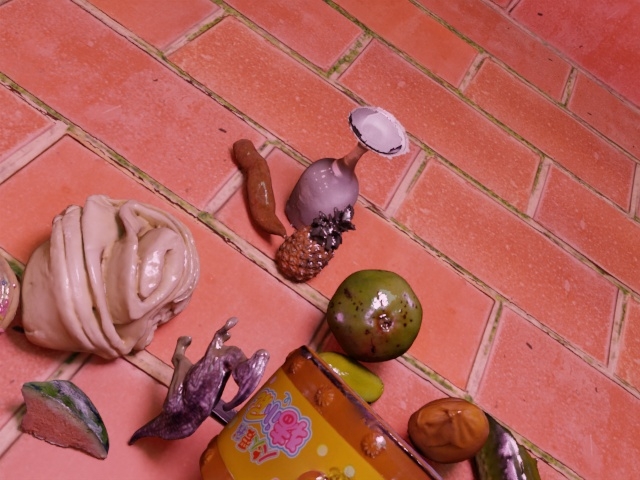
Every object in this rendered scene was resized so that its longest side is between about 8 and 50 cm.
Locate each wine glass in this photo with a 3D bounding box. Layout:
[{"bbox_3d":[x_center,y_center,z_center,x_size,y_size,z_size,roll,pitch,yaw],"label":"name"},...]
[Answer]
[{"bbox_3d":[0.044,-0.135,1.416,0.143,0.321,0.143,19,48,-23],"label":"wine glass"}]

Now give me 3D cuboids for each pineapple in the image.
[{"bbox_3d":[0.000,0.000,1.371,0.108,0.198,0.108,30,37,-26],"label":"pineapple"}]

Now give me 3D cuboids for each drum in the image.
[{"bbox_3d":[0.051,0.361,0.947,0.431,0.431,0.214,43,83,6],"label":"drum"}]

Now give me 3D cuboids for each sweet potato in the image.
[{"bbox_3d":[-0.128,-0.101,1.466,0.059,0.067,0.281,48,21,-59],"label":"sweet potato"}]

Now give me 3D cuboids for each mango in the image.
[{"bbox_3d":[0.049,0.257,1.281,0.165,0.074,0.091,18,48,-17],"label":"mango"}]

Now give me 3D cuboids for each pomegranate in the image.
[{"bbox_3d":[0.098,0.142,1.310,0.182,0.224,0.181,0,86,-6],"label":"pomegranate"}]

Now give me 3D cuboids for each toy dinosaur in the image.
[{"bbox_3d":[-0.187,0.217,1.049,0.077,0.294,0.162,29,35,-25],"label":"toy dinosaur"}]

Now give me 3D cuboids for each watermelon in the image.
[{"bbox_3d":[-0.380,0.270,1.046,0.155,0.080,0.101,31,11,-3],"label":"watermelon"}]

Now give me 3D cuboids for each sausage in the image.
[{"bbox_3d":[0.217,0.322,1.160,0.134,0.354,0.116,0,76,13],"label":"sausage"}]

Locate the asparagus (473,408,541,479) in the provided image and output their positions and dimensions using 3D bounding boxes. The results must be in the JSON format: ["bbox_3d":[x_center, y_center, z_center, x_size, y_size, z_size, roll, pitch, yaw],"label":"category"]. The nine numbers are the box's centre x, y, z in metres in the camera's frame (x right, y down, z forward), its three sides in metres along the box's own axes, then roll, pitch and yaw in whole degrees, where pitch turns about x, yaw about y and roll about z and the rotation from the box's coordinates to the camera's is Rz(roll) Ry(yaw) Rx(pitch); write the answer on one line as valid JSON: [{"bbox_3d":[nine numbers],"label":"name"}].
[{"bbox_3d":[0.360,0.482,1.259,0.108,0.129,0.381,56,21,-52],"label":"asparagus"}]

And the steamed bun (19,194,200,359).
[{"bbox_3d":[-0.343,0.042,1.131,0.289,0.203,0.276,-2,58,-31],"label":"steamed bun"}]

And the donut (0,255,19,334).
[{"bbox_3d":[-0.534,0.093,1.035,0.175,0.068,0.174,-5,69,13],"label":"donut"}]

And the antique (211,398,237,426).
[{"bbox_3d":[-0.117,0.335,1.166,0.192,0.015,0.031,40,45,2],"label":"antique"}]
